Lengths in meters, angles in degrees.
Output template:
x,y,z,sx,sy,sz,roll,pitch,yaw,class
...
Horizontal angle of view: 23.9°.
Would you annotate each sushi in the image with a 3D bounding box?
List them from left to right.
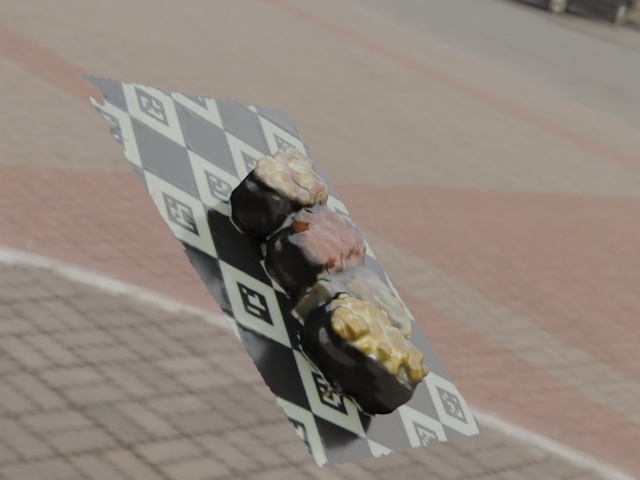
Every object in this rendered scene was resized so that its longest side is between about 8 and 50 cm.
x,y,z,sx,sy,sz,roll,pitch,yaw,class
0.000,0.000,0.975,0.290,0.050,0.264,57,23,18,sushi
